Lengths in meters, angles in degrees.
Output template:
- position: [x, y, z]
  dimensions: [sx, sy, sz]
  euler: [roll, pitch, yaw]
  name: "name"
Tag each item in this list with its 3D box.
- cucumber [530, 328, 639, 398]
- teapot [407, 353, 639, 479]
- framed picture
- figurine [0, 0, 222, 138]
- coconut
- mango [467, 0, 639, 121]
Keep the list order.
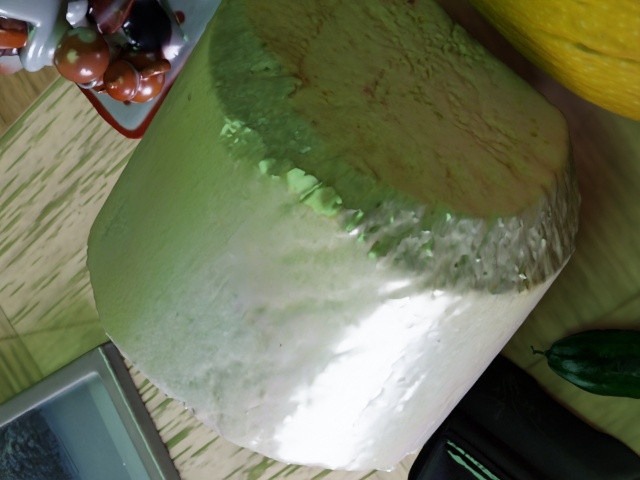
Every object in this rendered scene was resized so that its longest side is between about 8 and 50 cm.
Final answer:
- position: [0.185, 0.068, 0.955]
  dimensions: [0.168, 0.039, 0.039]
  euler: [-2, 102, 34]
  name: "cucumber"
- position: [0.102, 0.139, 0.996]
  dimensions: [0.177, 0.096, 0.087]
  euler: [38, 122, 22]
  name: "teapot"
- position: [-0.153, 0.238, 1.254]
  dimensions: [0.213, 0.016, 0.289]
  euler: [-29, 85, 37]
  name: "framed picture"
- position: [-0.196, -0.151, 1.045]
  dimensions: [0.183, 0.226, 0.160]
  euler: [49, 124, 14]
  name: "figurine"
- position: [0.000, 0.000, 0.933]
  dimensions: [0.239, 0.239, 0.244]
  euler: [46, 133, 16]
  name: "coconut"
- position: [0.125, -0.175, 0.862]
  dimensions: [0.359, 0.144, 0.187]
  euler: [38, 134, 28]
  name: "mango"
